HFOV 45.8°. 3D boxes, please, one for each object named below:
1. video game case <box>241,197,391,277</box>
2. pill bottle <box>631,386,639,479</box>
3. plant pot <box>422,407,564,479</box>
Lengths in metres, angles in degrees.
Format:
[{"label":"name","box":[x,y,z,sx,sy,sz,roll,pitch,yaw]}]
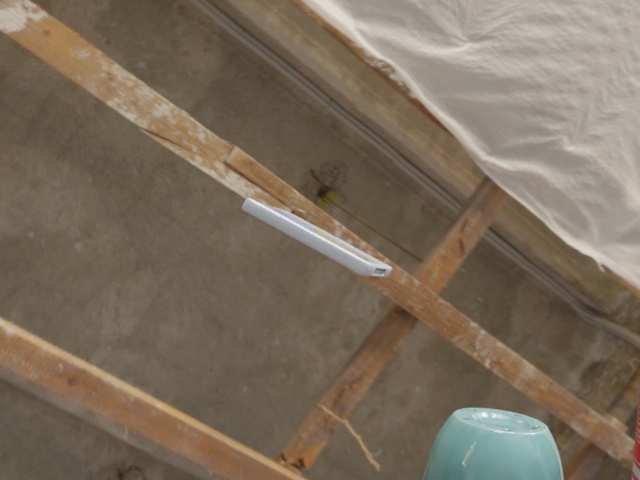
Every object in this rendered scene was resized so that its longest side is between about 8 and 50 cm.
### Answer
[{"label":"video game case","box":[0.000,0.000,1.177,0.212,0.193,0.023,29,-86,15]},{"label":"pill bottle","box":[0.749,0.343,1.495,0.228,0.229,0.408,-3,-80,-18]},{"label":"plant pot","box":[0.337,0.462,1.478,0.292,0.293,0.235,5,-89,-19]}]
